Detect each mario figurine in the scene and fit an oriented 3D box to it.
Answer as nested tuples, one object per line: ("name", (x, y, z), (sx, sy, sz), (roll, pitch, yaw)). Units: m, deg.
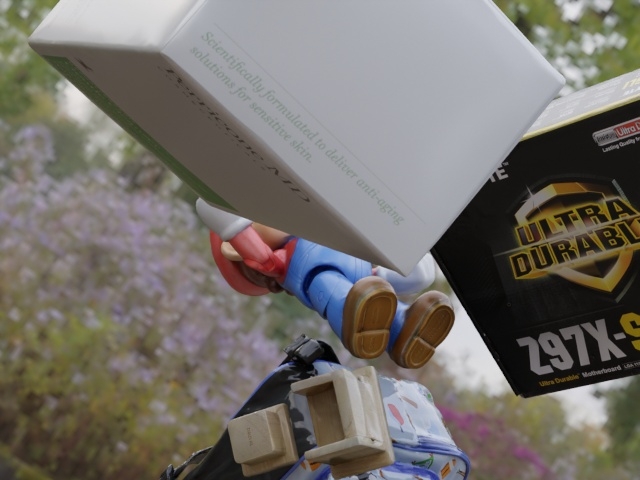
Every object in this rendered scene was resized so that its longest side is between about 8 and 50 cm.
("mario figurine", (0.000, 0.000, 1.627), (0.320, 0.170, 0.198), (33, -21, 46))

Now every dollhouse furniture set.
("dollhouse furniture set", (-0.033, 0.173, 0.890), (0.181, 0.161, 0.101), (-18, -19, 20))

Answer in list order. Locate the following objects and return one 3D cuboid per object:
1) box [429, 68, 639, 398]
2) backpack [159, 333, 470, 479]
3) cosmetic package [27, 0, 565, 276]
("box", (0.256, -0.003, 1.413), (0.322, 0.079, 0.257), (-18, -68, 41))
("backpack", (0.020, 0.243, 1.567), (0.263, 0.276, 0.213), (3, 50, -47))
("cosmetic package", (-0.035, -0.116, 0.990), (0.197, 0.155, 0.365), (42, -7, -20))
